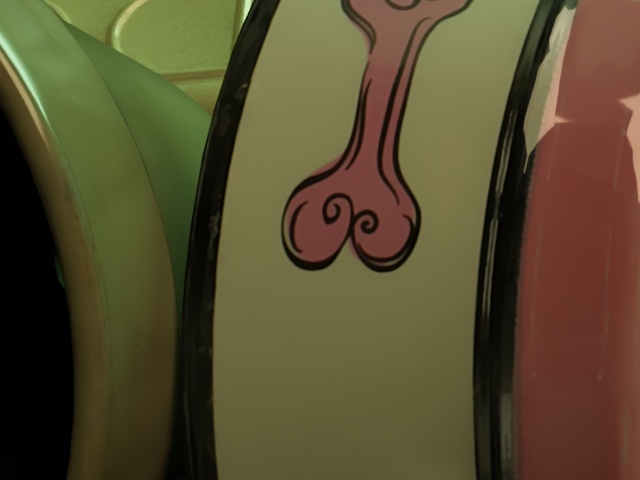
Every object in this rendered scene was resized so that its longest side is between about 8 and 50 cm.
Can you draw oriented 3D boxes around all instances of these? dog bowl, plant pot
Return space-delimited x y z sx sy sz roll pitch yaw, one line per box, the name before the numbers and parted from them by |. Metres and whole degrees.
dog bowl | 0.118 0.039 0.684 0.150 0.408 0.408 2 21 30
plant pot | -0.158 0.022 0.684 0.323 0.323 0.280 34 18 18

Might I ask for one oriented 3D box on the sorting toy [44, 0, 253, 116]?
sorting toy | -0.166 -0.129 0.924 0.307 0.041 0.229 -4 54 9
